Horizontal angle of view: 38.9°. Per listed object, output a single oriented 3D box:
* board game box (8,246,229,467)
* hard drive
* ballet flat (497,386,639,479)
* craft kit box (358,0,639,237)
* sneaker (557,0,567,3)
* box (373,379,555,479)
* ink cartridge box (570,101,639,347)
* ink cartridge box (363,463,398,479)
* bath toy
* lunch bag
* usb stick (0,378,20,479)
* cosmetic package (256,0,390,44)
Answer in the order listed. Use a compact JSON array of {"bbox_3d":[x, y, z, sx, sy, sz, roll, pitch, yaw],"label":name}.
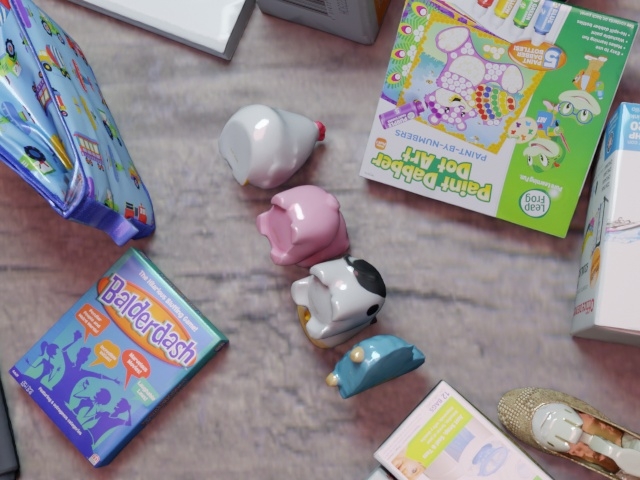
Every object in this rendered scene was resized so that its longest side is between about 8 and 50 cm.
[{"bbox_3d":[-0.239,0.137,1.078,0.160,0.047,0.210,43,88,11],"label":"board game box"},{"bbox_3d":[-0.218,-0.375,1.154,0.307,0.040,0.203,22,85,10],"label":"hard drive"},{"bbox_3d":[0.294,0.216,0.989,0.206,0.067,0.073,20,86,10],"label":"ballet flat"},{"bbox_3d":[0.193,-0.156,1.018,0.250,0.061,0.247,17,111,9],"label":"craft kit box"},{"bbox_3d":[0.240,-0.405,1.072,0.112,0.131,0.319,3,58,-8],"label":"sneaker"},{"bbox_3d":[0.171,0.259,0.980,0.203,0.103,0.114,43,89,11],"label":"box"},{"bbox_3d":[0.372,-0.003,0.959,0.168,0.171,0.233,8,82,8],"label":"ink cartridge box"},{"bbox_3d":[0.102,0.325,0.967,0.175,0.127,0.072,43,88,11],"label":"ink cartridge box"},{"bbox_3d":[0.000,0.000,1.031,0.129,0.151,0.348,-16,74,-34],"label":"bath toy"},{"bbox_3d":[-0.291,-0.118,1.034,0.138,0.221,0.293,-38,79,1],"label":"lunch bag"},{"bbox_3d":[-0.425,0.160,1.089,0.077,0.045,0.278,-9,78,-37],"label":"usb stick"},{"bbox_3d":[0.059,-0.487,1.041,0.161,0.230,0.453,19,85,9],"label":"cosmetic package"}]
